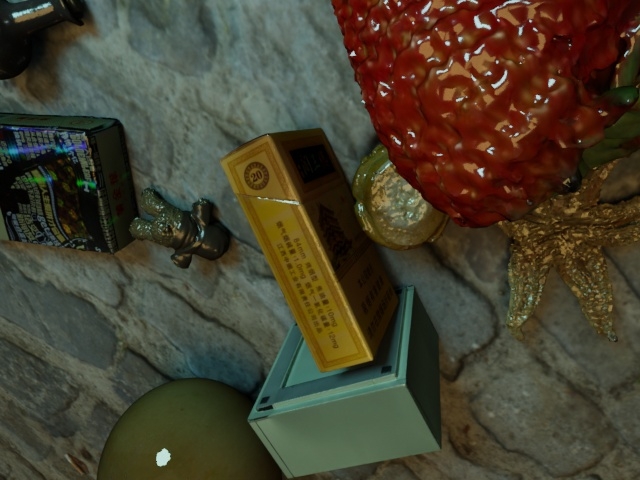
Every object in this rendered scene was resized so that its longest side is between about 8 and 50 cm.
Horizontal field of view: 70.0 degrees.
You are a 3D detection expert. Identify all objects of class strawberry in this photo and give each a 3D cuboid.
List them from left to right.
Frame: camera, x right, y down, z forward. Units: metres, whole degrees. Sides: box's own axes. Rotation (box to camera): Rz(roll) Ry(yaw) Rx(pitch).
[{"bbox_3d":[0.162,-0.201,0.443,0.312,0.267,0.351,-35,73,-5],"label":"strawberry"}]

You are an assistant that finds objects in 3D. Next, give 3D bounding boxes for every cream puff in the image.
[{"bbox_3d":[0.104,-0.062,0.591,0.126,0.103,0.144,-8,115,3],"label":"cream puff"}]

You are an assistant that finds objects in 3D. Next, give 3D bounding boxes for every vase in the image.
[{"bbox_3d":[-0.407,-0.291,0.609,0.182,0.120,0.120,-18,112,3],"label":"vase"}]

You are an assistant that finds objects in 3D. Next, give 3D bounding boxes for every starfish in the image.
[{"bbox_3d":[0.329,-0.001,0.590,0.298,0.060,0.303,1,111,7],"label":"starfish"}]

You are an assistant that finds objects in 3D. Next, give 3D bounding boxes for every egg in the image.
[{"bbox_3d":[-0.219,0.422,0.807,0.300,0.301,0.374,-6,115,17],"label":"egg"}]

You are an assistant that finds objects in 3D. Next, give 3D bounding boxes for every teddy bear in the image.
[{"bbox_3d":[-0.221,-0.017,0.709,0.160,0.078,0.120,21,99,-1],"label":"teddy bear"}]

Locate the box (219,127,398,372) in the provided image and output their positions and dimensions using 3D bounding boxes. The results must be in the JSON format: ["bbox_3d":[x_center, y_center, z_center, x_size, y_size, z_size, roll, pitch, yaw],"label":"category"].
[{"bbox_3d":[0.000,0.000,0.578,0.076,0.174,0.274,-22,97,22],"label":"box"}]

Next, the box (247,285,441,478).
[{"bbox_3d":[0.047,0.191,0.666,0.225,0.225,0.118,-22,108,22],"label":"box"}]

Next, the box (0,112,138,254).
[{"bbox_3d":[-0.459,-0.096,0.728,0.310,0.084,0.198,7,118,11],"label":"box"}]
